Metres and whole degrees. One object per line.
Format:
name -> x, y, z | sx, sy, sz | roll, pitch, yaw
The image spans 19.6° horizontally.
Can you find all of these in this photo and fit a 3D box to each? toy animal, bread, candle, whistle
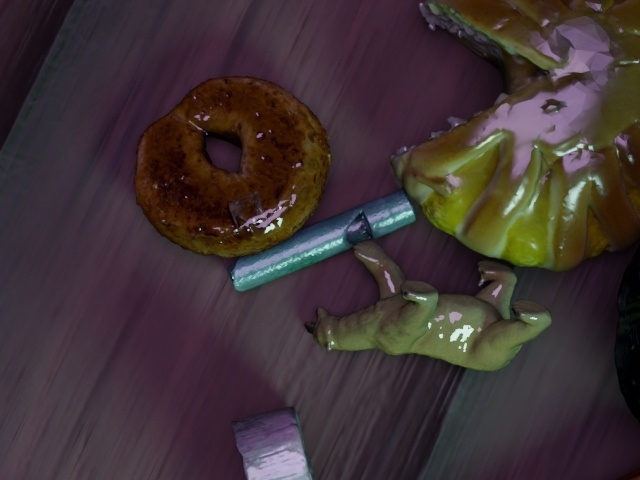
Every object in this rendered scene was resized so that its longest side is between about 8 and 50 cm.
toy animal -> 0.099, 0.074, 1.742 | 0.218, 0.103, 0.101 | 9, 117, -5
bread -> 0.227, -0.137, 1.729 | 0.333, 0.160, 0.333 | 0, 84, -2
bread -> -0.083, -0.068, 1.760 | 0.193, 0.064, 0.193 | -3, 69, 8
candle -> -0.038, 0.222, 1.693 | 0.068, 0.192, 0.168 | -15, 39, -3
whistle -> 0.000, 0.000, 1.769 | 0.186, 0.039, 0.039 | -22, 83, -3

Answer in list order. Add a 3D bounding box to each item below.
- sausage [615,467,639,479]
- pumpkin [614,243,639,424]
sausage -> 0.214, 0.310, 1.703 | 0.330, 0.102, 0.102 | -30, 84, -5
pumpkin -> 0.407, 0.085, 1.670 | 0.315, 0.238, 0.315 | 3, 82, -19
